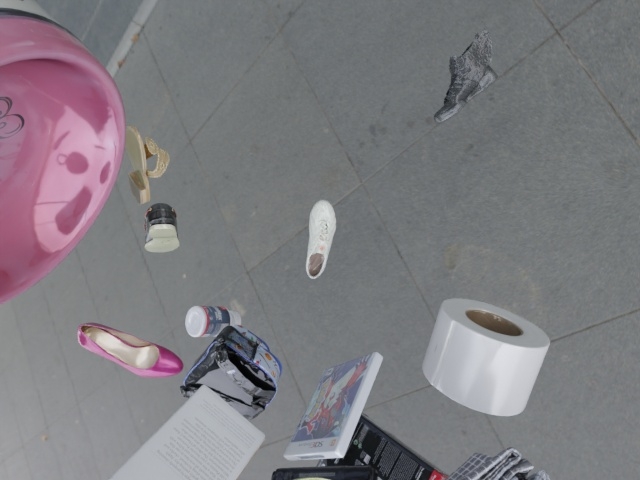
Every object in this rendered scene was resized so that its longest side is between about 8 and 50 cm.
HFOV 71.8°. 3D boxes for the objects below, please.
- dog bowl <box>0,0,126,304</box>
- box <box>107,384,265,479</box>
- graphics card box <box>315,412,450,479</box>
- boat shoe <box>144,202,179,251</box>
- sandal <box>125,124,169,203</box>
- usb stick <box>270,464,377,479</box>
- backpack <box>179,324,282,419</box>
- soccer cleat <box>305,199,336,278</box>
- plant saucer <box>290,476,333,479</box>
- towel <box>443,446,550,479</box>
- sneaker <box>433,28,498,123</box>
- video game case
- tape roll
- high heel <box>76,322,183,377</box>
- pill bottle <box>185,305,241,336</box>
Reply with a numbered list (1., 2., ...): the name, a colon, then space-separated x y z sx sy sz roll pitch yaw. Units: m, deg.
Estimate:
1. dog bowl: -0.393 -0.090 0.505 0.150 0.408 0.408 28 115 3
2. box: -0.285 0.472 0.790 0.168 0.345 0.215 36 125 9
3. graphics card box: 0.167 0.670 1.251 0.370 0.094 0.233 17 74 48
4. boat shoe: -0.233 -0.014 0.649 0.133 0.048 0.042 136 128 -62
5. sandal: -0.373 -0.173 0.970 0.088 0.079 0.240 53 147 15
6. usb stick: 0.005 0.596 1.086 0.277 0.045 0.077 -12 44 19
7. backpack: -0.262 0.425 1.414 0.263 0.213 0.276 39 115 -3
8. soccer cleat: 0.000 0.000 1.088 0.068 0.076 0.196 8 103 -1
9. plant saucer: -0.028 0.526 0.792 0.037 0.240 0.241 -143 53 -78
10. towel: 0.265 0.504 0.825 0.121 0.283 0.235 52 162 31
11. sneaker: 0.257 -0.300 0.814 0.170 0.051 0.089 -40 99 0
12. video game case: 0.023 0.314 0.837 0.023 0.201 0.183 42 139 -10
13. tape roll: 0.378 0.261 1.030 0.246 0.246 0.169 22 108 33
14. high heel: -0.438 0.252 1.027 0.244 0.082 0.117 24 150 -2
15. pill bottle: -0.379 0.289 1.584 0.108 0.180 0.108 -8 77 37
